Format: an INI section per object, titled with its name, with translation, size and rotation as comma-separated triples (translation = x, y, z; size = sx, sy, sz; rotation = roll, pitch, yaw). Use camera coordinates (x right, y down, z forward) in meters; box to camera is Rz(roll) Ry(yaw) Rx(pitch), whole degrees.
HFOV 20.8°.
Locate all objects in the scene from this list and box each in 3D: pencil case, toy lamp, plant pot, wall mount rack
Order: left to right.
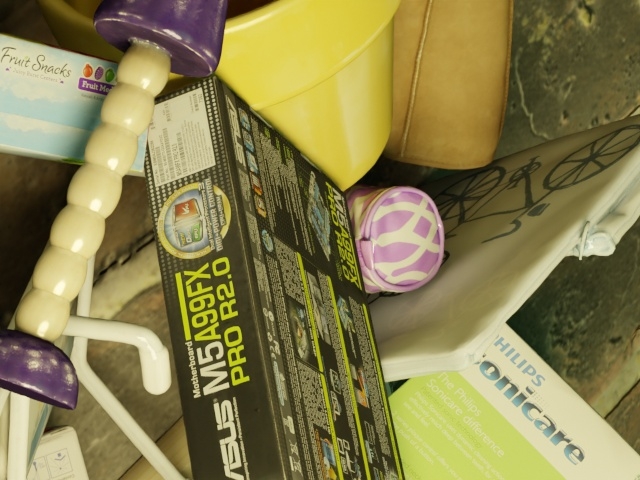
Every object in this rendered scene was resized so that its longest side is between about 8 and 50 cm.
[toy lamp]
translation = -0.119, -0.044, 0.982
size = 0.080, 0.080, 0.275
rotation = 30, 74, -45
[wall mount rack]
translation = -0.139, 0.125, 1.164
size = 0.350, 0.130, 0.304
rotation = -79, 177, -59
[plant pot]
translation = -0.050, -0.154, 1.227
size = 0.254, 0.254, 0.239
rotation = -53, 148, -22
[pencil case]
translation = 0.000, 0.000, 1.334
size = 0.088, 0.206, 0.086
rotation = -9, 93, -41

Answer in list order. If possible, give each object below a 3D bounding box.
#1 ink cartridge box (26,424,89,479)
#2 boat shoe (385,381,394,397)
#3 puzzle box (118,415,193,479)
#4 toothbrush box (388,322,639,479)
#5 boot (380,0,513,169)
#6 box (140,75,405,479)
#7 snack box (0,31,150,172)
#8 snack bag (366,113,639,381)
[ink cartridge box]
translation = -0.219, 0.305, 1.211
size = 0.186, 0.065, 0.311
rotation = -17, 92, -35
[boat shoe]
translation = 0.044, 0.099, 1.510
size = 0.040, 0.049, 0.142
rotation = -34, 120, -36
[puzzle box]
translation = -0.094, 0.366, 1.434
size = 0.272, 0.052, 0.409
rotation = -45, 128, -30
[toothbrush box]
translation = 0.087, 0.222, 1.235
size = 0.283, 0.206, 0.122
rotation = -39, 165, -26
[boot]
translation = 0.047, -0.194, 1.387
size = 0.089, 0.236, 0.269
rotation = -73, 174, -55
[box]
translation = -0.025, 0.059, 1.106
size = 0.216, 0.060, 0.270
rotation = 39, 35, -60
[snack box]
translation = -0.233, -0.094, 1.062
size = 0.174, 0.207, 0.070
rotation = 10, 89, -48
[snack bag]
translation = 0.103, 0.021, 1.339
size = 0.342, 0.323, 0.037
rotation = -44, 108, -37
